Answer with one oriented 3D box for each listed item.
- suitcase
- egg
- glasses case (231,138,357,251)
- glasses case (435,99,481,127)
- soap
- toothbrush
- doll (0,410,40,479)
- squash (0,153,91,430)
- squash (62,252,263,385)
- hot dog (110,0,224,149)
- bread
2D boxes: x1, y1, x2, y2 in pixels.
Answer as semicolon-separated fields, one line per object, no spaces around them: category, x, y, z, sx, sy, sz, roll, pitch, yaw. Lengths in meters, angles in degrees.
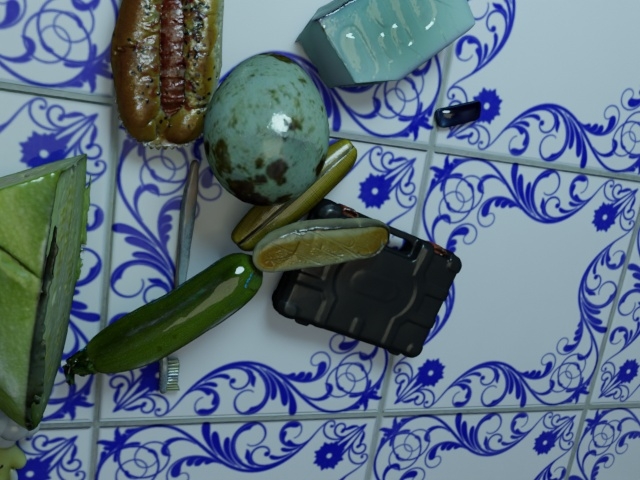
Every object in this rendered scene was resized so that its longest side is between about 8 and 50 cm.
suitcase;0.080;0.068;0.924;0.285;0.066;0.206;21;98;-22
egg;-0.071;-0.155;0.749;0.169;0.169;0.231;11;63;-21
glasses case;-0.038;-0.069;0.840;0.234;0.079;0.064;-41;103;-4
glasses case;0.233;-0.211;0.922;0.083;0.023;0.034;-15;107;-14
soap;0.094;-0.313;0.813;0.230;0.091;0.145;-37;112;-7
toothbrush;-0.215;0.063;0.845;0.037;0.028;0.375;3;104;-25
doll;-0.478;0.305;0.805;0.106;0.062;0.162;26;94;-27
squash;-0.347;0.076;0.693;0.210;0.233;0.309;-20;108;-10
squash;-0.226;0.120;0.797;0.331;0.087;0.087;-29;112;-3
hot dog;-0.202;-0.255;0.738;0.144;0.075;0.268;5;105;-22
bread;0.001;0.000;0.815;0.214;0.053;0.073;-8;118;-18
